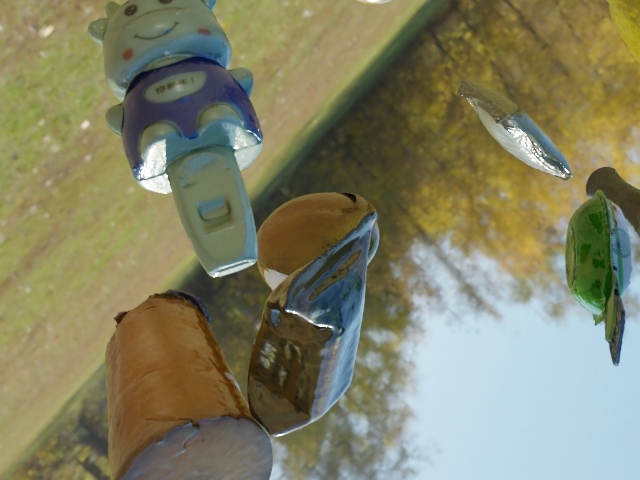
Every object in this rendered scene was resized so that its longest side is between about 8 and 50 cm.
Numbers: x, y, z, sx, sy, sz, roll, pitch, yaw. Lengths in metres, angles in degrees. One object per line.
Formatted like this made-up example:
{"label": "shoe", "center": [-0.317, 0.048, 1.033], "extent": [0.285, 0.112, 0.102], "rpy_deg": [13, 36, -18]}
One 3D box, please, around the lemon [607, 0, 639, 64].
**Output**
{"label": "lemon", "center": [0.543, -0.272, 1.281], "extent": [0.364, 0.364, 0.364], "rpy_deg": [-47, -178, 2]}

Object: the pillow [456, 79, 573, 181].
{"label": "pillow", "center": [0.281, -0.155, 1.595], "extent": [0.053, 0.119, 0.208], "rpy_deg": [-55, 139, 2]}

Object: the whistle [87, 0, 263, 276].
{"label": "whistle", "center": [-0.097, -0.090, 0.792], "extent": [0.110, 0.244, 0.092], "rpy_deg": [-16, 159, -5]}

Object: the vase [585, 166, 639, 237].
{"label": "vase", "center": [0.610, -0.072, 2.180], "extent": [0.115, 0.115, 0.237], "rpy_deg": [-46, -150, 6]}

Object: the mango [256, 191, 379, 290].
{"label": "mango", "center": [0.000, 0.000, 1.652], "extent": [0.236, 0.136, 0.166], "rpy_deg": [0, -127, 58]}

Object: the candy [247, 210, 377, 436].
{"label": "candy", "center": [-0.009, 0.090, 1.143], "extent": [0.143, 0.101, 0.271], "rpy_deg": [-44, 160, -40]}

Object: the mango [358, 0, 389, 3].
{"label": "mango", "center": [0.106, -0.442, 1.707], "extent": [0.195, 0.137, 0.098], "rpy_deg": [-25, -178, -9]}

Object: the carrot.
{"label": "carrot", "center": [-0.178, 0.192, 1.290], "extent": [0.196, 0.196, 0.254], "rpy_deg": [-46, -139, 12]}

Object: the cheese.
{"label": "cheese", "center": [0.414, 0.051, 1.632], "extent": [0.320, 0.083, 0.203], "rpy_deg": [-87, 176, -56]}
